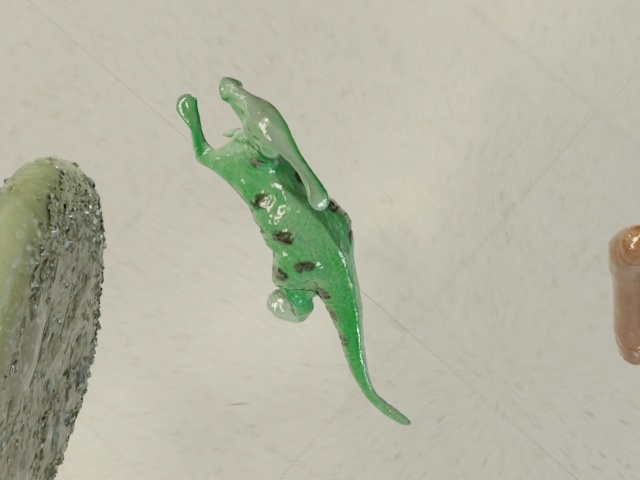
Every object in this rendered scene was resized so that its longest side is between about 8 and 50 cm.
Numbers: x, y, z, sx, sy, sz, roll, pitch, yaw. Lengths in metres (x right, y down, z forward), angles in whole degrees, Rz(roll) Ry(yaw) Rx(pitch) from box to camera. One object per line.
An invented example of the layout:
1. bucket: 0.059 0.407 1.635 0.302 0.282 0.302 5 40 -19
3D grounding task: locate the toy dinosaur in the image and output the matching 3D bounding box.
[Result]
1. toy dinosaur: 0.000 0.000 0.331 0.021 0.062 0.083 -41 85 -18

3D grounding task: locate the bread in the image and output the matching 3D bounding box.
1. bread: -0.174 0.083 0.912 0.040 0.267 0.267 13 87 5

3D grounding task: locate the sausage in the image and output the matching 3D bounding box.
1. sausage: 0.249 0.041 1.253 0.043 0.186 0.043 -6 56 8
